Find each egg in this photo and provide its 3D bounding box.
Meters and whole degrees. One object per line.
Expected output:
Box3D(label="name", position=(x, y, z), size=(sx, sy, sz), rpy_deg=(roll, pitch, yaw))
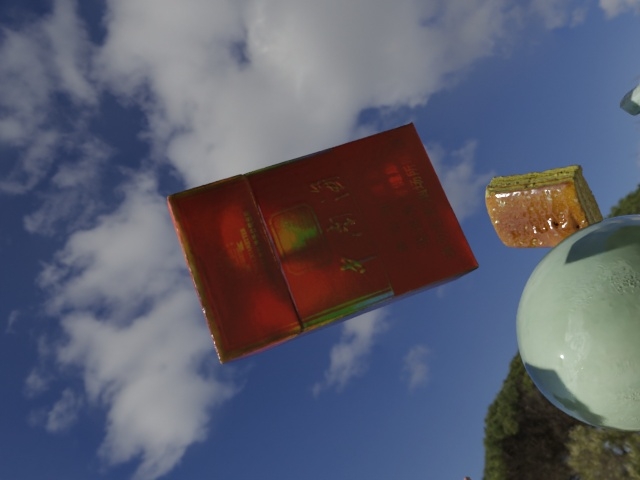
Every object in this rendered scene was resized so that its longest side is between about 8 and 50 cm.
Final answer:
Box3D(label="egg", position=(0.433, 0.106, 0.747), size=(0.389, 0.276, 0.276), rpy_deg=(-21, -51, -37))

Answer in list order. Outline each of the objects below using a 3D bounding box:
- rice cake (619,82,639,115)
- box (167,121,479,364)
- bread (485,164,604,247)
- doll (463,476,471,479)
Box3D(label="rice cake", position=(0.413, -0.201, 0.607), size=(0.042, 0.030, 0.180), rpy_deg=(-50, -3, -19))
Box3D(label="box", position=(0.001, 0.001, 0.641), size=(0.313, 0.197, 0.089), rpy_deg=(-19, -12, -11))
Box3D(label="bread", position=(0.536, -0.071, 1.303), size=(0.110, 0.234, 0.184), rpy_deg=(-48, -63, -33))
Box3D(label="doll", position=(0.248, 0.485, 0.825), size=(0.262, 0.093, 0.211), rpy_deg=(-49, -52, -76))
